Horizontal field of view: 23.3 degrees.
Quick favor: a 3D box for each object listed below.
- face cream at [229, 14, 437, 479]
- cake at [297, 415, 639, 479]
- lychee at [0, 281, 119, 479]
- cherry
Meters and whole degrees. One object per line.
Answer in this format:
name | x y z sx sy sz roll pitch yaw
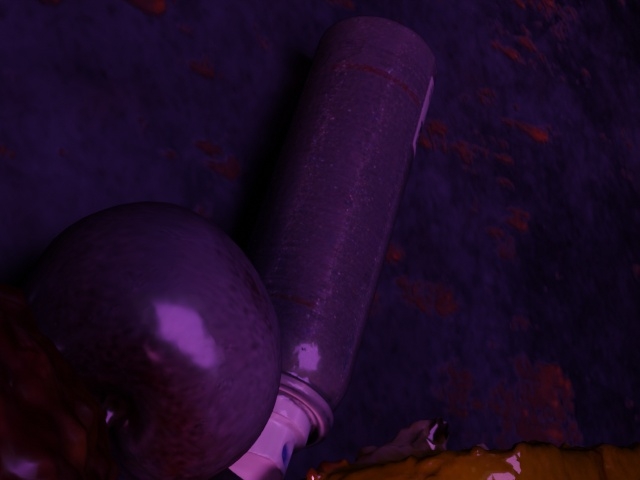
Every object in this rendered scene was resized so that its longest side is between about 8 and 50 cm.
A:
face cream | 0.000 0.000 0.828 0.073 0.073 0.283 44 46 -31
cake | 0.079 0.176 0.777 0.260 0.179 0.156 14 66 -50
lychee | -0.181 0.110 0.445 0.260 0.260 0.261 22 61 -45
cherry | -0.058 0.065 0.707 0.115 0.148 0.188 -43 108 -1
